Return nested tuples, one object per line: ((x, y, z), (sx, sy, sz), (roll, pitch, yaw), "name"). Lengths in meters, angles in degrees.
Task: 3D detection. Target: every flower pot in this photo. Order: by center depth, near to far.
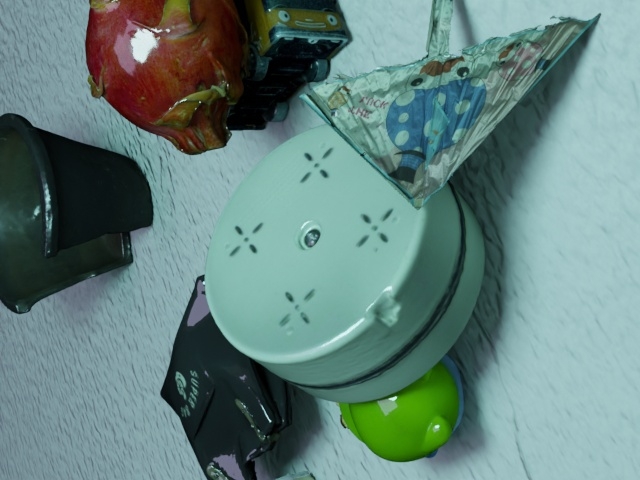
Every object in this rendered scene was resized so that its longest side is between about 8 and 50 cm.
((-0.487, -0.065, 2.099), (0.379, 0.251, 0.379), (13, 106, 54), "flower pot")

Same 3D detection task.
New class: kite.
((0.141, -0.191, 1.314), (0.406, 0.014, 0.369), (-10, 56, 31), "kite")

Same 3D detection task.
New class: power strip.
((0.024, 0.019, 1.392), (0.357, 0.161, 0.358), (-19, 54, 29), "power strip")

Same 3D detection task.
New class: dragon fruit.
((-0.219, -0.274, 1.522), (0.250, 0.250, 0.315), (24, 128, 49), "dragon fruit")

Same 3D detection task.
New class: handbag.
((-0.146, 0.256, 1.741), (0.288, 0.152, 0.342), (60, 142, 39), "handbag")

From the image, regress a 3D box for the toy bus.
((-0.091, -0.290, 1.646), (0.275, 0.138, 0.167), (-37, 63, 51), "toy bus")

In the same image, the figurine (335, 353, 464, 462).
((0.094, 0.218, 1.466), (0.263, 0.143, 0.162), (-23, 79, 64), "figurine")

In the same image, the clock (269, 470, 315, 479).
((-0.089, 0.459, 1.718), (0.071, 0.147, 0.192), (55, 133, 34), "clock")
